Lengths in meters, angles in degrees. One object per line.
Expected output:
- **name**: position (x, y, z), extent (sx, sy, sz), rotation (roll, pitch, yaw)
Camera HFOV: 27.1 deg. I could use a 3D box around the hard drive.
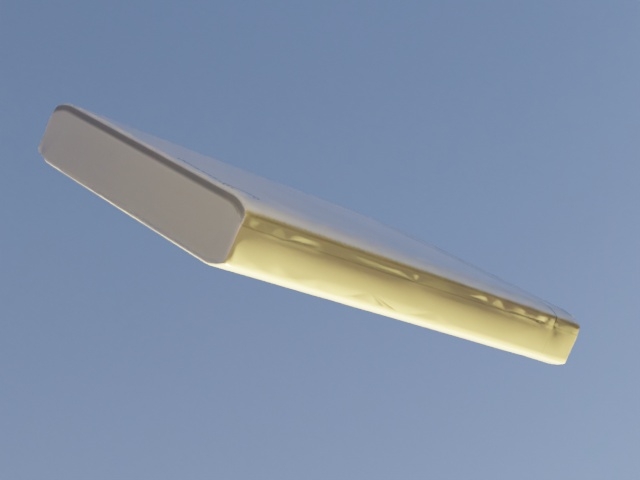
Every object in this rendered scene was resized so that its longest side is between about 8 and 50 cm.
- **hard drive**: position (0.000, 0.000, 0.963), extent (0.353, 0.233, 0.047), rotation (18, -83, -44)
